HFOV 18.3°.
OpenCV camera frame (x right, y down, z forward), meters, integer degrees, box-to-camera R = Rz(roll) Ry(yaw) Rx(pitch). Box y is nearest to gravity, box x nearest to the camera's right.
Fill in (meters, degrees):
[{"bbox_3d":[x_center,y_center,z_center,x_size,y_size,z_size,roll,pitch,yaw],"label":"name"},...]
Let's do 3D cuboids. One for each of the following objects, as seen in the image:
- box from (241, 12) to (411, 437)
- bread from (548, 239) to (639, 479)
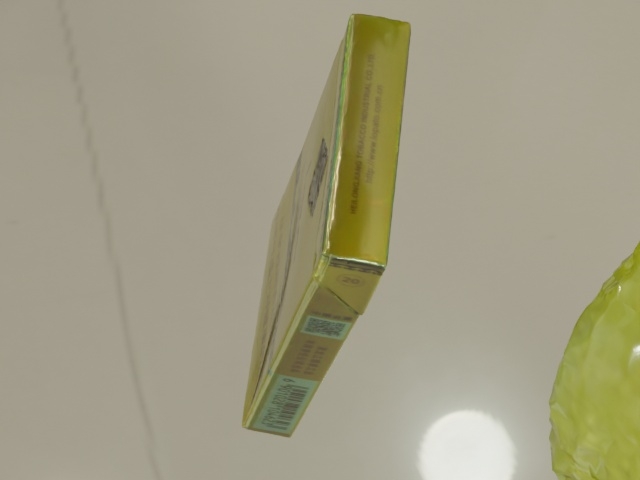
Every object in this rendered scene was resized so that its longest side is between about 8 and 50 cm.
[{"bbox_3d":[0.000,0.000,1.182,0.041,0.279,0.153,12,64,-7],"label":"box"},{"bbox_3d":[0.333,0.110,1.088,0.348,0.348,0.308,-48,57,13],"label":"bread"}]
